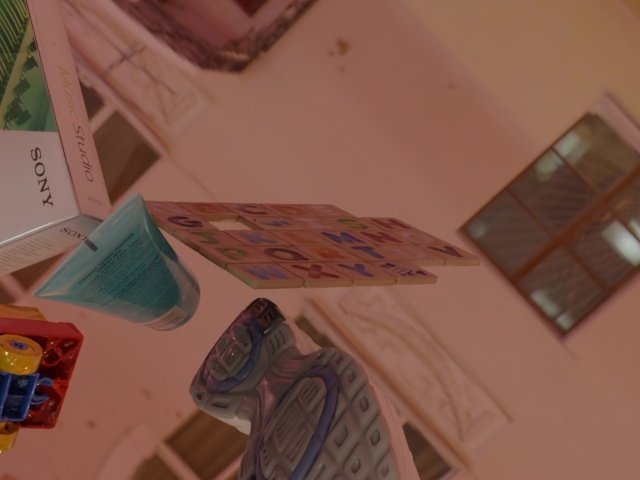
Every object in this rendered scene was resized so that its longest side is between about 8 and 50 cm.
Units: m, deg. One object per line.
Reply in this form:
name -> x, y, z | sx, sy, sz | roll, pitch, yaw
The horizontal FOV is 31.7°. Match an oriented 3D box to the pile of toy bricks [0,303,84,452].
pile of toy bricks -> -0.184, 0.038, 0.296 | 0.212, 0.118, 0.105 | 10, -163, -40

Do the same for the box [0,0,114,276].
box -> -0.317, -0.062, 0.791 | 0.058, 0.322, 0.232 | 33, -142, -70

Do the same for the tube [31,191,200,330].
tube -> -0.120, 0.022, 0.714 | 0.052, 0.080, 0.207 | 39, 174, 10

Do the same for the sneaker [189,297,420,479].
sneaker -> 0.013, 0.128, 0.712 | 0.129, 0.111, 0.297 | 38, -176, -22

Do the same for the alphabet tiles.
alphabet tiles -> 0.000, 0.000, 0.876 | 0.237, 0.009, 0.198 | -1, -163, -35
